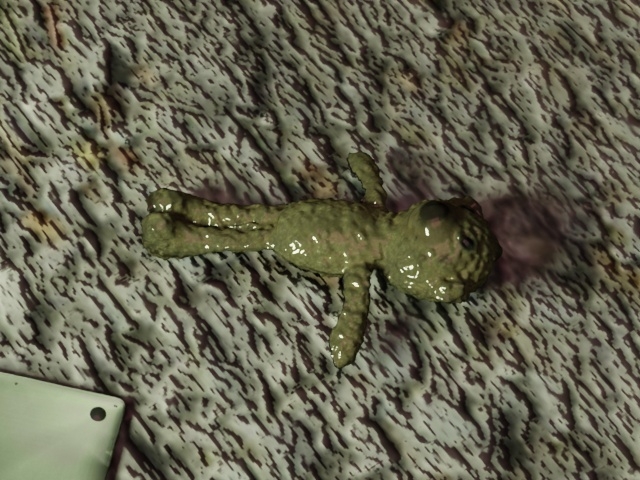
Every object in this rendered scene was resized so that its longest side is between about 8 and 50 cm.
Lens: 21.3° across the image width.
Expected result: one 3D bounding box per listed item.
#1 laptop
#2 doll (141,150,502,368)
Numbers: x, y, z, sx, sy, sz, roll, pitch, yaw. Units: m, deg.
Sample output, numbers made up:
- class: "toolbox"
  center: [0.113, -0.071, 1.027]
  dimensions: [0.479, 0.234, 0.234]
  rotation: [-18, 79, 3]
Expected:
- class: "laptop"
  center: [-0.273, 0.220, 1.326]
  dimensions: [0.188, 0.015, 0.269]
  rotation: [12, 57, 3]
- class: "doll"
  center: [0.006, -0.011, 1.466]
  dimensions: [0.286, 0.091, 0.202]
  rotation: [25, 46, 24]
